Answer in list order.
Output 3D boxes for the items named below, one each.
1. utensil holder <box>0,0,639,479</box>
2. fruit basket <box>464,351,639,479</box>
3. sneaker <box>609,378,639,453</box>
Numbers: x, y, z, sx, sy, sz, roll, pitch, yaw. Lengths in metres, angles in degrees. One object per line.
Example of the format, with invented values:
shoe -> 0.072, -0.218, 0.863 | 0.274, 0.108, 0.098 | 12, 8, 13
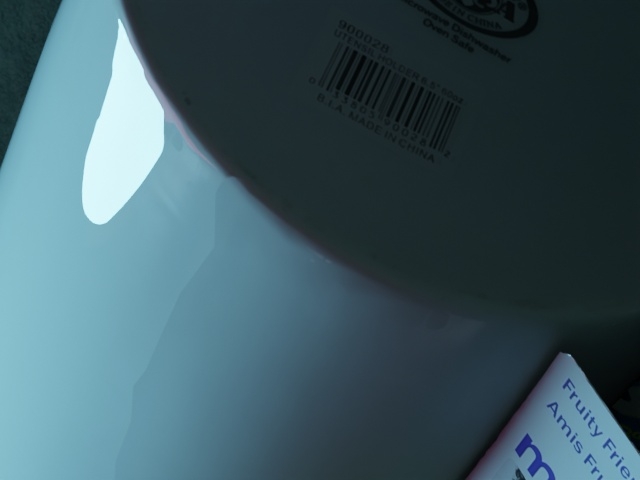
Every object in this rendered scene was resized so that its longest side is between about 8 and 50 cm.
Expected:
utensil holder -> 0.000, 0.000, 0.847 | 0.385, 0.327, 0.328 | 122, 148, -51
fruit basket -> 0.110, 0.264, 0.699 | 0.327, 0.165, 0.353 | 58, 154, 22
sneaker -> 0.159, 0.052, 0.944 | 0.144, 0.053, 0.059 | -112, 18, -44
